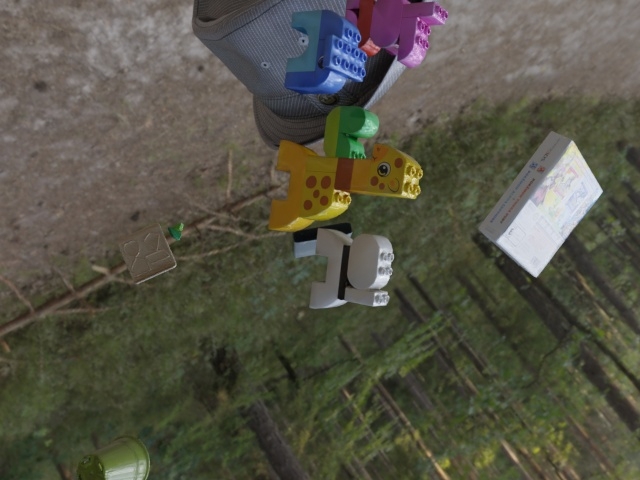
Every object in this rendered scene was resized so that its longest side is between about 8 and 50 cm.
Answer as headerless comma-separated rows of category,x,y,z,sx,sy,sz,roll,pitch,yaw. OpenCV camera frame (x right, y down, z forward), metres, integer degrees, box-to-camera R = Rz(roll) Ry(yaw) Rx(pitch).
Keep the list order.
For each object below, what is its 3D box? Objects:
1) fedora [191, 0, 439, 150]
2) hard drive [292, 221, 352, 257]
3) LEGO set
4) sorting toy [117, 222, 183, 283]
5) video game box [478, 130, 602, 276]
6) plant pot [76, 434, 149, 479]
fedora,-0.026,-0.215,0.581,0.124,0.244,0.275,19,163,-39
hard drive,0.000,0.000,1.092,0.094,0.022,0.135,-10,169,-4
LEGO set,0.031,-0.061,0.409,0.087,0.093,0.227,4,93,-56
sorting toy,-0.203,0.011,0.812,0.083,0.062,0.012,-24,173,-4
video game box,0.359,-0.051,1.053,0.187,0.048,0.205,-52,141,7
plant pot,-0.302,0.325,0.931,0.083,0.083,0.079,-40,160,13
